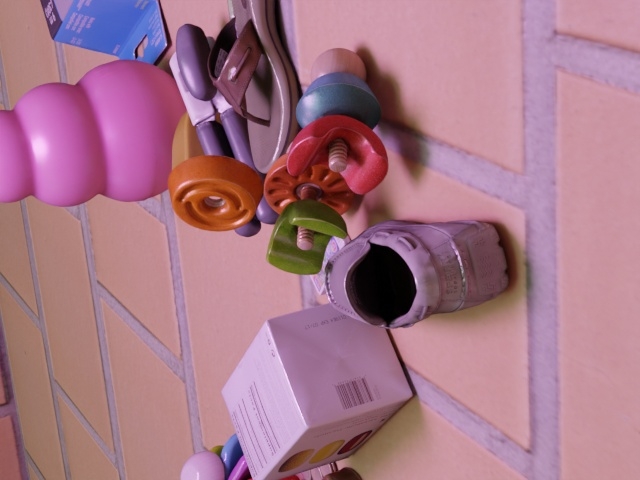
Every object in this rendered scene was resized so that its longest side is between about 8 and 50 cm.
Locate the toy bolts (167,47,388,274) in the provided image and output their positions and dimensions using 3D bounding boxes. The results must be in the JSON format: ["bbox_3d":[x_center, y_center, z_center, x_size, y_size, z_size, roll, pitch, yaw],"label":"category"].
[{"bbox_3d":[-0.034,-0.105,1.420,0.228,0.218,0.158,-49,30,45],"label":"toy bolts"}]

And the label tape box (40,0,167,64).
[{"bbox_3d":[-0.356,-0.410,2.031,0.249,0.115,0.347,-30,74,65],"label":"label tape box"}]

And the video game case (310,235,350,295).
[{"bbox_3d":[0.000,0.000,1.607,0.087,0.011,0.122,64,153,25],"label":"video game case"}]

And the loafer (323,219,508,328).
[{"bbox_3d":[0.068,0.035,1.353,0.319,0.111,0.112,-20,85,66],"label":"loafer"}]

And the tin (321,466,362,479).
[{"bbox_3d":[0.048,0.382,1.688,0.106,0.040,0.189,-45,62,58],"label":"tin"}]

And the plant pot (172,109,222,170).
[{"bbox_3d":[-0.155,-0.134,1.794,0.081,0.081,0.083,146,120,-65],"label":"plant pot"}]

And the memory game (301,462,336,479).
[{"bbox_3d":[-0.022,0.243,1.789,0.186,0.012,0.186,43,141,50],"label":"memory game"}]

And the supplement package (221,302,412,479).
[{"bbox_3d":[-0.011,0.181,1.577,0.134,0.139,0.244,68,156,19],"label":"supplement package"}]

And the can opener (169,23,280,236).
[{"bbox_3d":[-0.131,-0.140,1.712,0.074,0.093,0.280,-27,79,22],"label":"can opener"}]

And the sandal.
[{"bbox_3d":[-0.097,-0.226,1.598,0.120,0.086,0.302,1,104,65],"label":"sandal"}]

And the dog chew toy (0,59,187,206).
[{"bbox_3d":[-0.351,-0.141,1.898,0.206,0.332,0.206,43,140,52],"label":"dog chew toy"}]

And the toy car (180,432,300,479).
[{"bbox_3d":[-0.093,0.344,1.864,0.136,0.159,0.182,-52,49,23],"label":"toy car"}]
